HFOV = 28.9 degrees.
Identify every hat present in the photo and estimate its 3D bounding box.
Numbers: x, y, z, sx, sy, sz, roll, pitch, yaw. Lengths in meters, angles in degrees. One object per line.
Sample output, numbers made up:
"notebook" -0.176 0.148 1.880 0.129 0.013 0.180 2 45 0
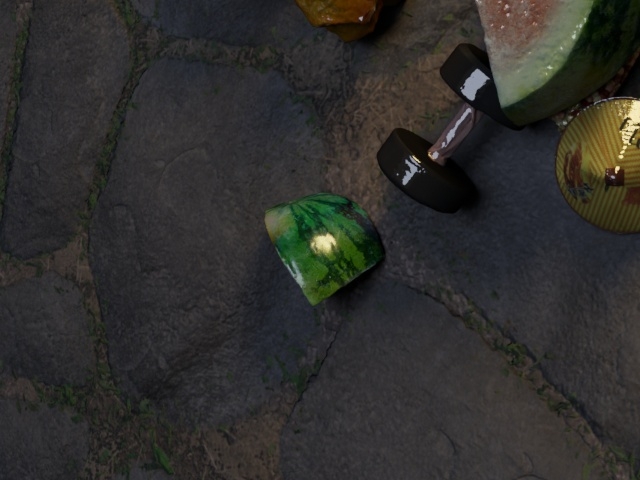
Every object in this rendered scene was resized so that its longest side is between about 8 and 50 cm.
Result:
"hat" 0.401 -0.093 1.673 0.193 0.082 0.193 7 107 23

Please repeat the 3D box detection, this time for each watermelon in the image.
"watermelon" 0.006 -0.014 1.992 0.146 0.128 0.231 -34 62 9
"watermelon" 0.323 -0.314 1.668 0.232 0.193 0.310 42 118 4

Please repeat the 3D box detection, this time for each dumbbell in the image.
"dumbbell" 0.201 -0.163 1.828 0.218 0.152 0.152 -53 58 19

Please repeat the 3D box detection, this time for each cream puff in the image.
"cream puff" 0.047 -0.440 1.946 0.155 0.241 0.269 25 129 41

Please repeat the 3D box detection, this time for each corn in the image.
"corn" 0.408 -0.272 1.735 0.092 0.092 0.280 43 105 32
